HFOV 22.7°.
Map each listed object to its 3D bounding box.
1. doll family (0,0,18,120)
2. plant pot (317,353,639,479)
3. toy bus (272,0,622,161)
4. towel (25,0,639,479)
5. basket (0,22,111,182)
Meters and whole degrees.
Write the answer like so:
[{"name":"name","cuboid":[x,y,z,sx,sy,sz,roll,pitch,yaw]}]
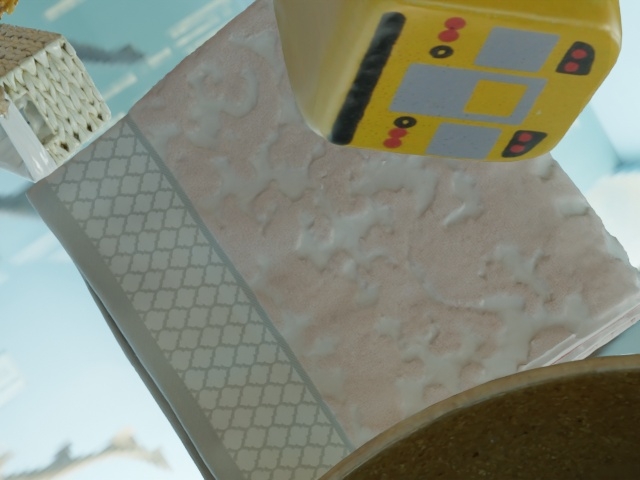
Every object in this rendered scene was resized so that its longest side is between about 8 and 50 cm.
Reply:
[{"name":"doll family","cuboid":[-0.235,-0.167,1.053,0.163,0.118,0.263,-11,-139,41]},{"name":"plant pot","cuboid":[0.106,0.201,0.456,0.237,0.254,0.237,-14,-135,15]},{"name":"toy bus","cuboid":[0.039,-0.204,0.677,0.108,0.130,0.333,114,-22,-60]},{"name":"towel","cuboid":[0.000,0.000,1.066,0.317,0.332,0.053,-37,165,10]},{"name":"basket","cuboid":[-0.293,-0.138,1.549,0.103,0.113,0.167,-40,-150,-20]}]
